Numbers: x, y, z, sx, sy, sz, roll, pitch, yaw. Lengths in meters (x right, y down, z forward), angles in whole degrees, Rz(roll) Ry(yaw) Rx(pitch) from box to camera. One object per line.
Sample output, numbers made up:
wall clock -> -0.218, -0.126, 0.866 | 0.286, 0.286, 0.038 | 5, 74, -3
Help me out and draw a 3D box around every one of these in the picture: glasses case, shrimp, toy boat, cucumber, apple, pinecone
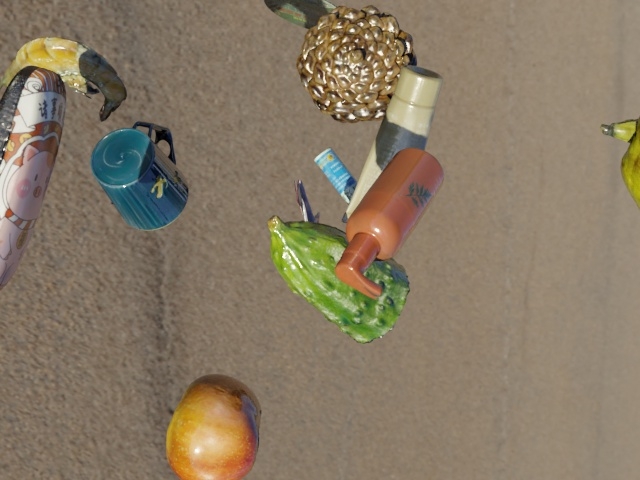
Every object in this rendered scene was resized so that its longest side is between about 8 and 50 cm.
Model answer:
glasses case -> -0.349, -0.066, 0.950 | 0.103, 0.067, 0.267 | -121, -131, -87
shrimp -> -0.347, -0.204, 1.130 | 0.150, 0.217, 0.051 | 25, 62, -34
toy boat -> 0.006, 0.029, 1.607 | 0.318, 0.071, 0.219 | 68, 10, -68
cucumber -> 0.009, 0.037, 1.159 | 0.244, 0.134, 0.134 | 38, 70, -37
apple -> -0.199, 0.372, 1.640 | 0.235, 0.173, 0.210 | -75, 173, -46
pinecone -> 0.072, -0.349, 1.732 | 0.243, 0.243, 0.257 | -56, 177, -25

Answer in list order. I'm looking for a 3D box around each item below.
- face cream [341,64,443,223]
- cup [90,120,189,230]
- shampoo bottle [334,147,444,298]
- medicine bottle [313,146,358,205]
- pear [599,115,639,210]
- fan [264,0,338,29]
face cream -> 0.151, -0.170, 1.656 | 0.084, 0.137, 0.341 | -82, -172, -66
cup -> -0.300, -0.124, 1.412 | 0.155, 0.131, 0.177 | 67, 33, -68
shampoo bottle -> 0.086, -0.027, 1.100 | 0.244, 0.085, 0.085 | -56, 139, -42
medicine bottle -> 0.060, -0.124, 1.907 | 0.051, 0.051, 0.191 | -31, 82, -44
pear -> 0.519, -0.093, 0.986 | 0.287, 0.375, 0.288 | -44, 143, -47
fan -> -0.046, -0.531, 1.871 | 0.294, 0.223, 0.012 | 33, 75, -55
